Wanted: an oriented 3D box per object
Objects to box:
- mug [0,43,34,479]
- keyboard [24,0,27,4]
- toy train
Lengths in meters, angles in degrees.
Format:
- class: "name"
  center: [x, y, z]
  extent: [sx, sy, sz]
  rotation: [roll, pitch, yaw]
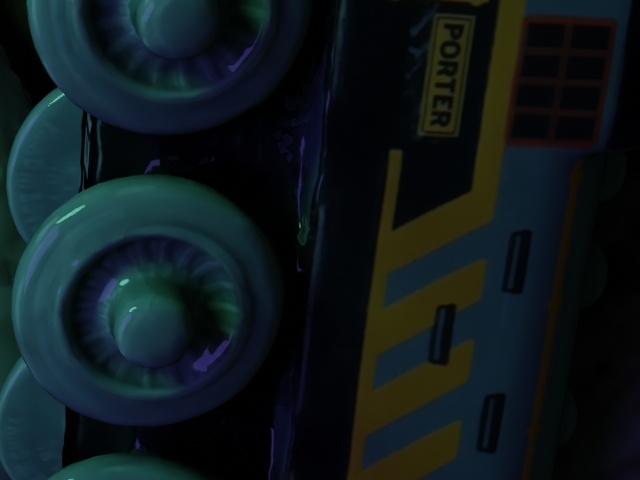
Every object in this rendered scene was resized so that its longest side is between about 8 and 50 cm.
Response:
- class: "mug"
  center: [-0.269, 0.015, 0.741]
  extent: [0.328, 0.374, 0.276]
  rotation: [54, 135, 14]
- class: "keyboard"
  center: [-0.038, -0.200, 0.713]
  extent: [0.201, 0.033, 0.317]
  rotation: [44, 126, 29]
- class: "toy train"
  center: [0.000, 0.000, 0.605]
  extent: [0.142, 0.190, 0.334]
  rotation: [-113, 27, -66]
